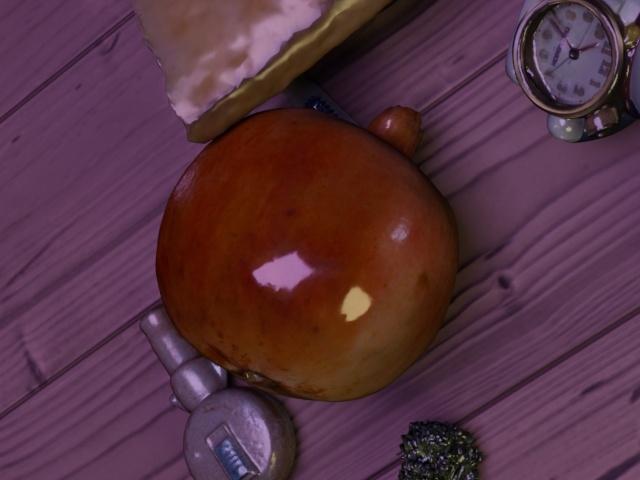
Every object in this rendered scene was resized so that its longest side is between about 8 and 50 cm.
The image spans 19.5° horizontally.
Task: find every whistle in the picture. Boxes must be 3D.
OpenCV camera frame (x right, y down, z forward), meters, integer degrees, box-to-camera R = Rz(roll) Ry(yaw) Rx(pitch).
[{"bbox_3d":[-0.098,0.153,1.708,0.107,0.057,0.220,-41,70,21],"label":"whistle"}]

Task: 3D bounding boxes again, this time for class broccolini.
[{"bbox_3d":[0.087,0.348,1.621,0.074,0.079,0.392,7,100,16],"label":"broccolini"}]

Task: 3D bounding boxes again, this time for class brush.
[{"bbox_3d":[-0.019,-0.131,1.688,0.178,0.030,0.033,46,118,20],"label":"brush"}]

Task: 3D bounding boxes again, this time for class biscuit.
[{"bbox_3d":[-0.030,-0.362,1.616,0.446,0.104,0.429,-39,56,8],"label":"biscuit"}]

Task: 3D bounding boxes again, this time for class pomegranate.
[{"bbox_3d":[0.000,0.000,1.572,0.252,0.229,0.270,17,74,36],"label":"pomegranate"}]

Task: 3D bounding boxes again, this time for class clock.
[{"bbox_3d":[0.280,-0.152,1.472,0.243,0.146,0.200,27,106,29],"label":"clock"}]
